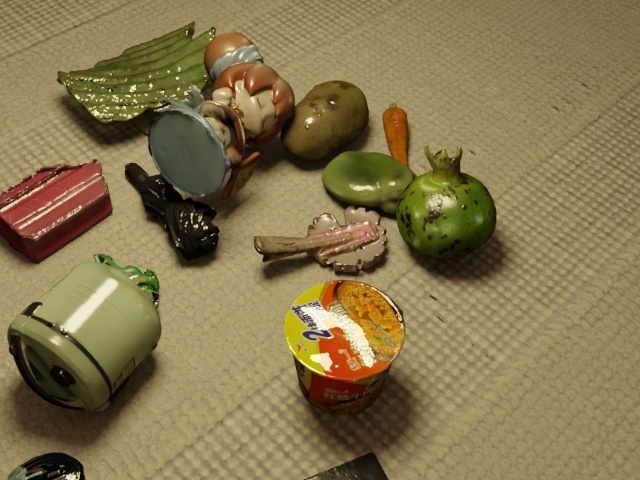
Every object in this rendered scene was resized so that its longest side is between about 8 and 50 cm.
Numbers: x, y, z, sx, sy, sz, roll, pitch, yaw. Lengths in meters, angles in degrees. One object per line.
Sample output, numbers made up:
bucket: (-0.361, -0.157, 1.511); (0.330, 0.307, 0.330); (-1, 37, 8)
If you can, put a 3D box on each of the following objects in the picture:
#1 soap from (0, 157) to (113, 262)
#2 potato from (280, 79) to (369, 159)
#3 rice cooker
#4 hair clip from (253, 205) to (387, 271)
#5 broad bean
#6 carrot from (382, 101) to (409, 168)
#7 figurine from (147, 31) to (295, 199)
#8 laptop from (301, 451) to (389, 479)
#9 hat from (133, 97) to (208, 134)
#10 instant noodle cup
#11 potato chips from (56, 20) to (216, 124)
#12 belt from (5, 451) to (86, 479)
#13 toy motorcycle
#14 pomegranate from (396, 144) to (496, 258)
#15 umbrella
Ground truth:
soap: (-0.561, -0.079, 1.677); (0.162, 0.099, 0.250); (36, 57, 25)
potato: (0.016, -0.281, 1.845); (0.165, 0.165, 0.262); (26, 48, 18)
rice cooker: (-0.422, 0.176, 1.393); (0.226, 0.226, 0.244); (23, 51, 17)
hair clip: (-0.003, 0.005, 1.647); (0.300, 0.069, 0.173); (-8, 51, -23)
broad bean: (0.115, -0.139, 1.763); (0.228, 0.100, 0.169); (9, 42, 7)
carrot: (0.189, -0.224, 1.872); (0.061, 0.061, 0.257); (-3, 60, -5)
figurine: (-0.205, -0.261, 1.691); (0.248, 0.277, 0.388); (15, 38, 24)
laptop: (0.031, 0.445, 1.307); (0.197, 0.016, 0.135); (-16, 51, -17)
hat: (-0.360, -0.320, 1.885); (0.173, 0.144, 0.166); (36, 51, -2)
instant noodle cup: (0.041, 0.203, 1.410); (0.213, 0.174, 0.213); (0, 50, -1)
potato chips: (-0.442, -0.426, 1.923); (0.389, 0.097, 0.373); (-27, 39, -17)
belt: (-0.456, 0.407, 1.287); (0.140, 0.058, 0.105); (-22, 50, -20)
toy motorcycle: (-0.393, 0.084, 1.565); (0.190, 0.074, 0.106); (20, 42, 16)
pomegranate: (0.262, -0.079, 1.621); (0.211, 0.263, 0.211); (-1, 26, 1)
umbrella: (-0.333, -0.080, 1.699); (0.118, 0.118, 0.340); (-30, 47, -25)
